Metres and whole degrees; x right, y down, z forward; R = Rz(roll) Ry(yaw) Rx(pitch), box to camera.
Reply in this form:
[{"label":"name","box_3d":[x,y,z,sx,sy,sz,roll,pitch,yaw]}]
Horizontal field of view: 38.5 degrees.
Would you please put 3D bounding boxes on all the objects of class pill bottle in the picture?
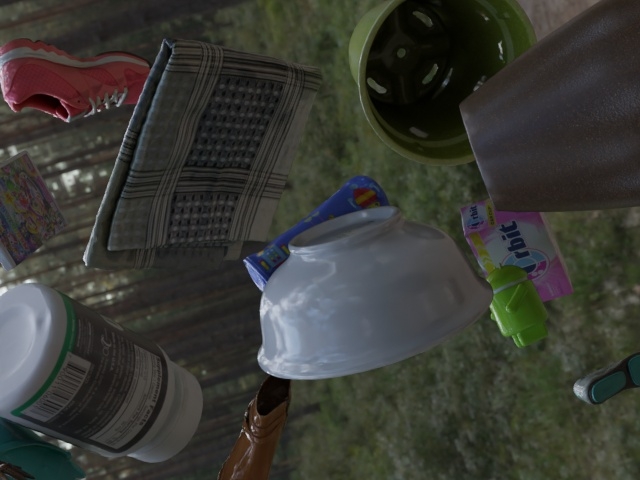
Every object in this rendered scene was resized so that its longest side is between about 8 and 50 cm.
[{"label":"pill bottle","box_3d":[-0.364,0.225,1.459,0.361,0.204,0.204,41,-156,-48]}]

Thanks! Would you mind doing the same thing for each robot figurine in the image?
[{"label":"robot figurine","box_3d":[0.261,0.084,1.232,0.101,0.067,0.115,90,156,-80]}]

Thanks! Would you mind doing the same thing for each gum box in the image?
[{"label":"gum box","box_3d":[0.287,0.019,1.327,0.188,0.107,0.062,57,-157,-37]}]

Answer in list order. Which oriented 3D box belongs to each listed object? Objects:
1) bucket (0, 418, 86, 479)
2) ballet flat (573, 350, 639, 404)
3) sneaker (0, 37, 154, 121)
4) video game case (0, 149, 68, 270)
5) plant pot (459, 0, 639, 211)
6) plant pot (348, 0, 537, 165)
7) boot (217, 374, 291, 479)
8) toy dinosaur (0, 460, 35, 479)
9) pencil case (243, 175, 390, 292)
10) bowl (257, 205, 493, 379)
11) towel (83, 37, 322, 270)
[{"label":"bucket","box_3d":[-0.526,0.400,1.416,0.183,0.281,0.281,49,-175,-17]},{"label":"ballet flat","box_3d":[0.594,0.264,1.819,0.068,0.213,0.072,5,112,68]},{"label":"sneaker","box_3d":[-0.431,-0.268,1.677,0.116,0.314,0.136,-48,46,52]},{"label":"video game case","box_3d":[-0.289,-0.031,0.874,0.087,0.011,0.122,64,-163,-15]},{"label":"plant pot","box_3d":[0.252,-0.112,0.828,0.215,0.230,0.215,-20,-90,-76]},{"label":"plant pot","box_3d":[0.160,-0.278,1.435,0.254,0.276,0.276,-127,20,-67]},{"label":"boot","box_3d":[-0.090,0.281,1.270,0.152,0.073,0.197,110,175,-50]},{"label":"toy dinosaur","box_3d":[-0.368,0.361,1.180,0.127,0.296,0.200,-81,7,-56]},{"label":"pencil case","box_3d":[0.000,0.000,1.741,0.119,0.306,0.133,54,164,-2]},{"label":"bowl","box_3d":[0.047,0.044,1.107,0.298,0.298,0.134,-118,10,-77]},{"label":"towel","box_3d":[-0.144,-0.098,1.229,0.056,0.324,0.312,34,-160,28]}]
